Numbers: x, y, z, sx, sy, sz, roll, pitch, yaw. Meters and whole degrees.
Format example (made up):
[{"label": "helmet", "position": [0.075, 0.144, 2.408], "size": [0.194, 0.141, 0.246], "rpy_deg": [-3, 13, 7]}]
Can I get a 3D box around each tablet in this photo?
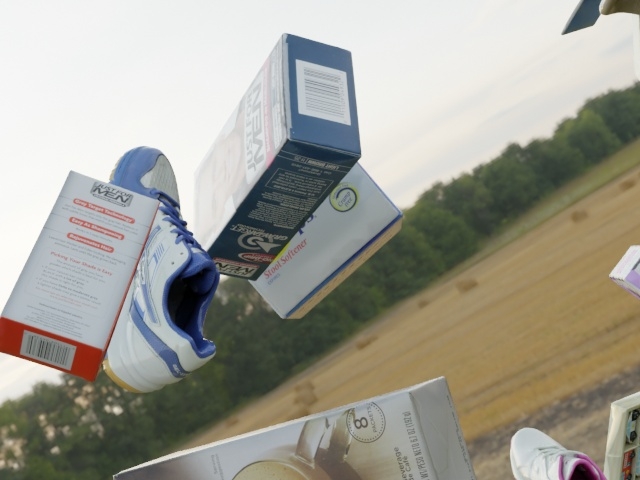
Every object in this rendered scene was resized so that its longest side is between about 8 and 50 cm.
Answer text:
[{"label": "tablet", "position": [0.308, -0.264, 1.108], "size": [0.083, 0.006, 0.054], "rpy_deg": [-24, -30, -44]}]

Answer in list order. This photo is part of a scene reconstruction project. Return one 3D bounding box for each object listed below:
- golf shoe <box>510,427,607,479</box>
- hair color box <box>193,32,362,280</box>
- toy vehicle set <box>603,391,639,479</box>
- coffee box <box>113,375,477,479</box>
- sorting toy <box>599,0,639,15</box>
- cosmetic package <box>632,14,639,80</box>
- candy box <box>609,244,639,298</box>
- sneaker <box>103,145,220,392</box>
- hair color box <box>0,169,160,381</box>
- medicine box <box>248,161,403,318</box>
[{"label": "golf shoe", "position": [0.398, 0.378, 1.548], "size": [0.115, 0.140, 0.306], "rpy_deg": [-8, 27, -14]}, {"label": "hair color box", "position": [-0.072, -0.101, 1.316], "size": [0.105, 0.174, 0.347], "rpy_deg": [11, -33, -23]}, {"label": "toy vehicle set", "position": [0.617, 0.424, 1.876], "size": [0.165, 0.267, 0.035], "rpy_deg": [-11, 19, -37]}, {"label": "coffee box", "position": [-0.016, 0.244, 0.853], "size": [0.297, 0.168, 0.119], "rpy_deg": [-20, -9, 21]}, {"label": "sorting toy", "position": [0.333, -0.203, 0.717], "size": [0.228, 0.041, 0.307], "rpy_deg": [5, -29, -2]}, {"label": "cosmetic package", "position": [0.399, -0.248, 1.129], "size": [0.060, 0.115, 0.041], "rpy_deg": [-9, 25, 8]}, {"label": "candy box", "position": [0.559, 0.081, 1.541], "size": [0.070, 0.164, 0.196], "rpy_deg": [-54, -9, 5]}, {"label": "sneaker", "position": [-0.167, 0.020, 1.087], "size": [0.130, 0.297, 0.112], "rpy_deg": [-19, -25, 29]}, {"label": "hair color box", "position": [-0.166, 0.022, 0.668], "size": [0.043, 0.071, 0.141], "rpy_deg": [118, 168, -45]}, {"label": "medicine box", "position": [0.000, 0.000, 1.688], "size": [0.263, 0.149, 0.289], "rpy_deg": [-41, -5, 0]}]
